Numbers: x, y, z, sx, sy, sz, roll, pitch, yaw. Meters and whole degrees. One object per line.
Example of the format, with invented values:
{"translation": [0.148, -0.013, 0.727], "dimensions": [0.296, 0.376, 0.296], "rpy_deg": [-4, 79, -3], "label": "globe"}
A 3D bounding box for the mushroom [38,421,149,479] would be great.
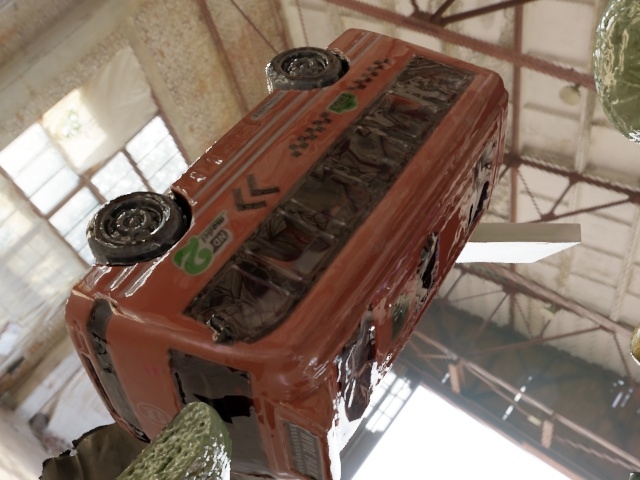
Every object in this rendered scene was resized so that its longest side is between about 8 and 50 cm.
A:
{"translation": [-0.262, 0.310, 0.838], "dimensions": [0.117, 0.188, 0.141], "rpy_deg": [41, 22, 23], "label": "mushroom"}

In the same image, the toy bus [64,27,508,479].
{"translation": [0.000, 0.000, 0.620], "dimensions": [0.232, 0.427, 0.203], "rpy_deg": [20, -39, 24], "label": "toy bus"}

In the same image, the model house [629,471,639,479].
{"translation": [0.516, 0.377, 0.880], "dimensions": [0.271, 0.301, 0.190], "rpy_deg": [-11, -36, 35], "label": "model house"}

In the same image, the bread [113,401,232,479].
{"translation": [-0.108, 0.185, 0.380], "dimensions": [0.036, 0.193, 0.112], "rpy_deg": [35, -19, 30], "label": "bread"}

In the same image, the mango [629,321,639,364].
{"translation": [0.826, 0.193, 1.392], "dimensions": [0.377, 0.264, 0.221], "rpy_deg": [-12, -70, 33], "label": "mango"}

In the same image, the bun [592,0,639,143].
{"translation": [0.404, -0.215, 0.783], "dimensions": [0.221, 0.108, 0.221], "rpy_deg": [13, -73, 51], "label": "bun"}

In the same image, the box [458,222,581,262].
{"translation": [0.380, 0.008, 1.494], "dimensions": [0.264, 0.048, 0.273], "rpy_deg": [0, -11, -3], "label": "box"}
